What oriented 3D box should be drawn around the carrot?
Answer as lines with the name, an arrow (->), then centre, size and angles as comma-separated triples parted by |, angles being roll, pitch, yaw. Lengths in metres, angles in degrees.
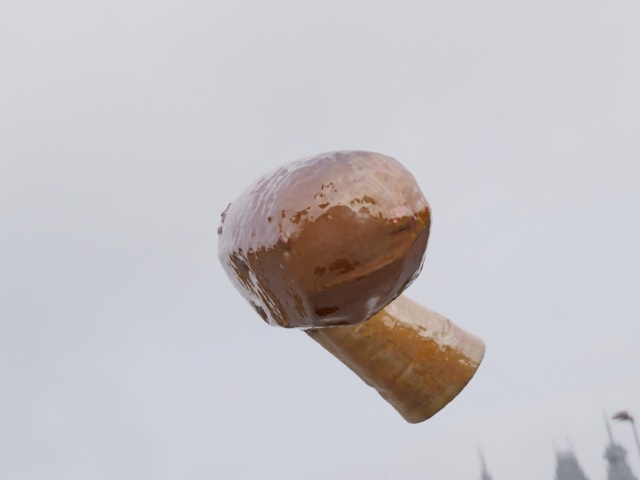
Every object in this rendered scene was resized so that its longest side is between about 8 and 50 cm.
carrot -> 0.113, 0.151, 1.783 | 0.254, 0.196, 0.196 | 41, -42, -11

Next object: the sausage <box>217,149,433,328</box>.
sausage -> -0.001, 0.001, 0.997 | 0.141, 0.153, 0.268 | -37, 10, -20
